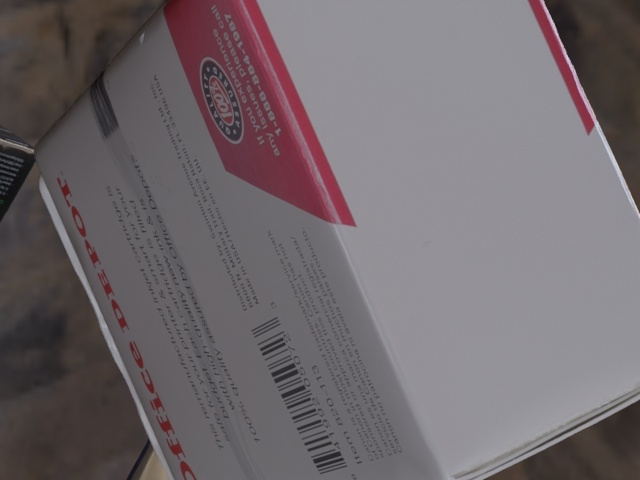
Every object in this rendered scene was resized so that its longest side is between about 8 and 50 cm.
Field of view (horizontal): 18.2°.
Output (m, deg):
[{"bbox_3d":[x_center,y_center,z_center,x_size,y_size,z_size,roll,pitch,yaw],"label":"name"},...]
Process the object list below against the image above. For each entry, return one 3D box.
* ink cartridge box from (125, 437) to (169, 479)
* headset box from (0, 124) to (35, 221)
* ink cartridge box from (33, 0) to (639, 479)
[{"bbox_3d":[-0.108,0.233,1.708,0.330,0.071,0.324,-15,33,36],"label":"ink cartridge box"},{"bbox_3d":[-0.357,-0.086,1.190,0.283,0.131,0.246,33,5,20],"label":"headset box"},{"bbox_3d":[0.000,0.000,0.811,0.117,0.283,0.207,-23,87,-24],"label":"ink cartridge box"}]
